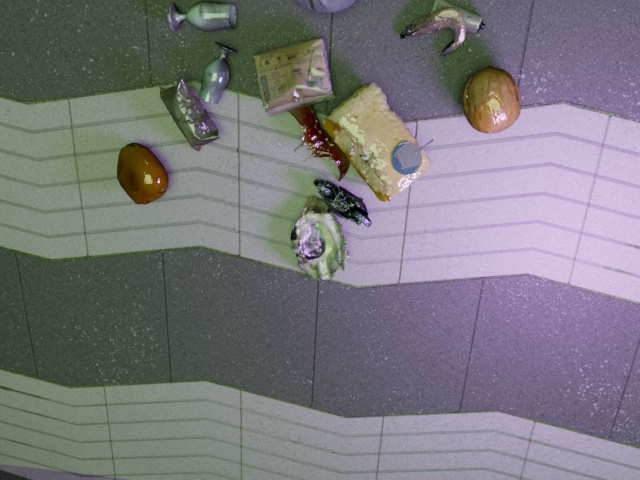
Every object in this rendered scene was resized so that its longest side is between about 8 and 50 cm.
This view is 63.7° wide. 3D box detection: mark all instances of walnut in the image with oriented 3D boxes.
[{"bbox_3d":[0.576,-0.474,1.738,0.195,0.195,0.222,-8,100,9],"label":"walnut"}]

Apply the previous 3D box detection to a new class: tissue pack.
[{"bbox_3d":[-0.092,-0.571,1.800,0.256,0.123,0.215,-10,91,8],"label":"tissue pack"}]

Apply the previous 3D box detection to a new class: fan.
[{"bbox_3d":[0.323,-0.299,1.776,0.175,0.005,0.113,-36,106,-9],"label":"fan"}]

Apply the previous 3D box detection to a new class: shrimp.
[{"bbox_3d":[0.383,-0.694,1.747,0.219,0.046,0.152,-9,125,25],"label":"shrimp"}]

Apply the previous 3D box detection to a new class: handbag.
[{"bbox_3d":[-0.476,-0.458,1.885,0.182,0.117,0.270,-5,121,45],"label":"handbag"}]

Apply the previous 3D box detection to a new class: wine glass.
[{"bbox_3d":[-0.372,-0.597,1.850,0.093,0.093,0.202,25,109,-4],"label":"wine glass"},{"bbox_3d":[-0.406,-0.775,1.780,0.222,0.103,0.103,1,111,6],"label":"wine glass"}]

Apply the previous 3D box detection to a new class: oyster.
[{"bbox_3d":[0.000,-0.001,2.032,0.237,0.115,0.351,-6,105,17],"label":"oyster"}]

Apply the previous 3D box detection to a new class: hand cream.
[{"bbox_3d":[0.461,-0.745,1.729,0.186,0.054,0.087,20,116,6],"label":"hand cream"}]

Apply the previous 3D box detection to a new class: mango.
[{"bbox_3d":[-0.681,-0.269,1.985,0.166,0.136,0.236,-41,89,30],"label":"mango"}]

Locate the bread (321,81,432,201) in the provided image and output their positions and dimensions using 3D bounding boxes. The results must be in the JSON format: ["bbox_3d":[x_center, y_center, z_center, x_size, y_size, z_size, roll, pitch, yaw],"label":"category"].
[{"bbox_3d":[0.194,-0.343,1.827,0.236,0.165,0.375,-39,102,-6],"label":"bread"}]

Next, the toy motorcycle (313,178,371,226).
[{"bbox_3d":[0.090,-0.143,1.959,0.270,0.159,0.106,40,100,8],"label":"toy motorcycle"}]

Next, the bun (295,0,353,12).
[{"bbox_3d":[-0.003,-0.890,1.604,0.361,0.211,0.362,12,133,13],"label":"bun"}]

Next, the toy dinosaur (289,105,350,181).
[{"bbox_3d":[-0.019,-0.377,1.905,0.327,0.113,0.207,22,86,-14],"label":"toy dinosaur"}]
